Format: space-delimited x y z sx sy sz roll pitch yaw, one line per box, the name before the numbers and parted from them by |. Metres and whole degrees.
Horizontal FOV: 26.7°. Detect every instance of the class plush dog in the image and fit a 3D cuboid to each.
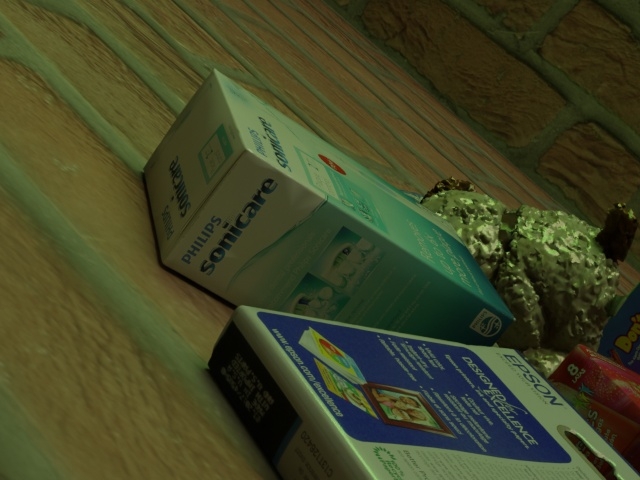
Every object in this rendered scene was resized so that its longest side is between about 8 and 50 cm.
plush dog | 0.192 0.025 1.417 0.225 0.210 0.262 16 39 1

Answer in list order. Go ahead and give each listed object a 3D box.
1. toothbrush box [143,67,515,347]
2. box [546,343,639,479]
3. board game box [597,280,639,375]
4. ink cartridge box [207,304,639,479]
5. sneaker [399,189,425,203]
toothbrush box | 0.000 0.000 1.210 0.295 0.126 0.216 31 15 -22
box | 0.320 0.216 1.320 0.257 0.122 0.128 27 16 -38
board game box | 0.415 0.102 1.712 0.078 0.233 0.347 41 13 12
ink cartridge box | 0.112 0.174 0.955 0.307 0.072 0.303 14 24 -41
sneaker | 0.095 -0.018 1.666 0.081 0.080 0.211 14 10 16
